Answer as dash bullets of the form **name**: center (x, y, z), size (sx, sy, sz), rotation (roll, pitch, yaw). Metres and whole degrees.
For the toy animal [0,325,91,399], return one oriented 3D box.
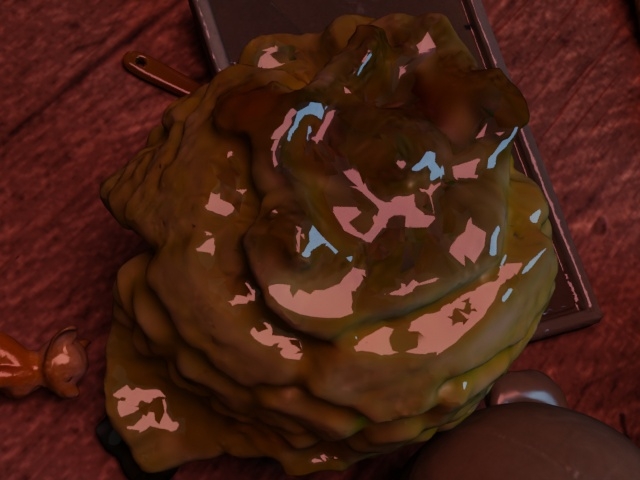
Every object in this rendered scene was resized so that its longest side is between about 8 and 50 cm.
- **toy animal**: center (-0.186, 0.069, 0.863), size (0.083, 0.060, 0.081), rotation (-21, 75, -17)

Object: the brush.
- **brush**: center (-0.068, -0.098, 1.003), size (0.170, 0.014, 0.043), rotation (26, 59, -5)

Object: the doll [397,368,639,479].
- **doll**: center (0.184, 0.239, 0.836), size (0.330, 0.174, 0.235), rotation (40, 51, 5)

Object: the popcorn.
- **popcorn**: center (0.002, -0.004, 0.825), size (0.292, 0.237, 0.293), rotation (1, 64, -3)

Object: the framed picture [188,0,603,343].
- **framed picture**: center (0.055, -0.062, 1.007), size (0.240, 0.020, 0.324), rotation (-14, 77, -24)

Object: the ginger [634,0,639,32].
- **ginger**: center (0.315, -0.143, 1.127), size (0.089, 0.075, 0.288), rotation (-2, 63, -25)
